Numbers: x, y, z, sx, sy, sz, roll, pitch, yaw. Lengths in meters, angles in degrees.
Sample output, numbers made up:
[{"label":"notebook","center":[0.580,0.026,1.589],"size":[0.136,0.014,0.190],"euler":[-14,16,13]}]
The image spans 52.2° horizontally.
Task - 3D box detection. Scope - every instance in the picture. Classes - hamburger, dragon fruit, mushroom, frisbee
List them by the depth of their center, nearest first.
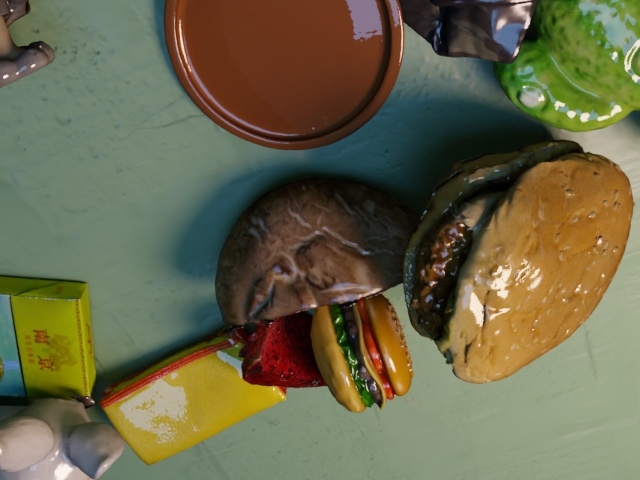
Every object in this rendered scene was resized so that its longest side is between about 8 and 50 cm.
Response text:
[{"label":"frisbee","center":[-0.039,-0.208,0.679],"size":[0.250,0.021,0.251],"euler":[3,125,4]},{"label":"hamburger","center":[0.217,0.024,0.711],"size":[0.283,0.144,0.260],"euler":[-20,133,-26]},{"label":"mushroom","center":[0.000,0.000,0.779],"size":[0.285,0.156,0.151],"euler":[-15,95,4]},{"label":"hamburger","center":[0.054,0.139,0.837],"size":[0.115,0.162,0.162],"euler":[-19,121,7]},{"label":"dragon fruit","center":[-0.057,0.143,0.876],"size":[0.083,0.107,0.162],"euler":[-19,154,35]}]

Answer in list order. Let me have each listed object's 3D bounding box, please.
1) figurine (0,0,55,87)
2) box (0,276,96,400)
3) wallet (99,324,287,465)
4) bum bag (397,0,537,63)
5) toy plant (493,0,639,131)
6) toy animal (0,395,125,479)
[{"label":"figurine","center":[-0.387,-0.307,0.560],"size":[0.207,0.166,0.387],"euler":[5,131,51]},{"label":"box","center":[-0.481,0.128,0.882],"size":[0.334,0.047,0.187],"euler":[5,121,-5]},{"label":"wallet","center":[-0.183,0.216,0.940],"size":[0.241,0.067,0.141],"euler":[-27,114,10]},{"label":"bum bag","center":[0.191,-0.319,0.582],"size":[0.144,0.095,0.341],"euler":[36,119,12]},{"label":"toy plant","center":[0.347,-0.175,0.647],"size":[0.315,0.185,0.224],"euler":[28,122,-7]},{"label":"toy animal","center":[-0.395,0.285,0.874],"size":[0.208,0.154,0.325],"euler":[17,145,-26]}]
